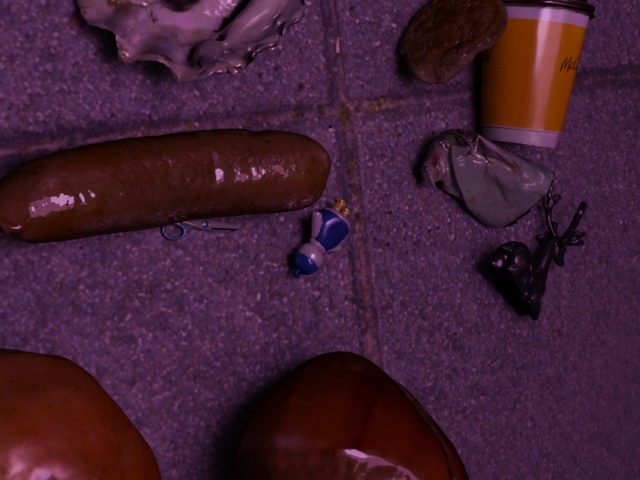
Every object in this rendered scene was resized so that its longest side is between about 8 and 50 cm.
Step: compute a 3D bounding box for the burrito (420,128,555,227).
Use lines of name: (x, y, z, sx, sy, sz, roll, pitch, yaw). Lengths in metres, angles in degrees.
burrito: (0.273, -0.114, 1.716, 0.229, 0.089, 0.144, 28, 119, -33)

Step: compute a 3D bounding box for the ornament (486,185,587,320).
ornament: (0.390, -0.003, 1.804, 0.236, 0.080, 0.202, -56, 139, -16)

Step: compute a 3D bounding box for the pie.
pie: (0.216, -0.326, 1.639, 0.193, 0.163, 0.079, -47, 127, -11)

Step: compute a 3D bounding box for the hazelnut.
hazelnut: (0.043, 0.333, 1.447, 0.372, 0.316, 0.372, 38, 40, -42)

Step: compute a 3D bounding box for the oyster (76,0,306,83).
oyster: (-0.151, -0.350, 1.403, 0.238, 0.115, 0.351, 52, 58, -16)

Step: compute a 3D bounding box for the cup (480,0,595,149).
cup: (0.354, -0.299, 1.729, 0.197, 0.196, 0.279, 2, 97, -36)

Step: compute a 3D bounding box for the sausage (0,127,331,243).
sausage: (-0.202, -0.077, 1.355, 0.501, 0.136, 0.123, -9, 133, -35)

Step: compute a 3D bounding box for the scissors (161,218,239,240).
scissors: (-0.169, -0.025, 1.451, 0.119, 0.014, 0.058, 7, 86, -33)

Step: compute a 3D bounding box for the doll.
doll: (0.000, 0.000, 1.551, 0.143, 0.058, 0.098, -57, 141, -19)

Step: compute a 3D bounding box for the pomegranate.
pomegranate: (-0.376, 0.315, 1.091, 0.410, 0.410, 0.409, -1, 92, -36)
